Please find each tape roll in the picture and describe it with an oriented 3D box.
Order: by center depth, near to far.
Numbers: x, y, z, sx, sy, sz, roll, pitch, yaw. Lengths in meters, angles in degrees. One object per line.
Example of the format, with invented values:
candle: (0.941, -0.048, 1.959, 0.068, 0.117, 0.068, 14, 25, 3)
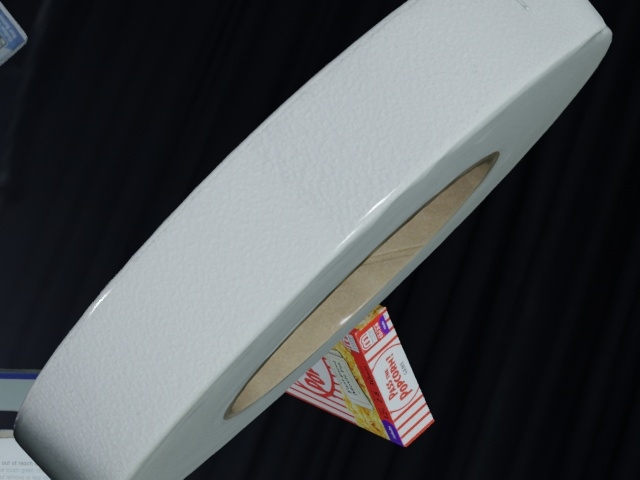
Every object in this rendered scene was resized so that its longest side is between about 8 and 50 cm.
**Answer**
tape roll: (0.000, 0.000, 1.053, 0.072, 0.392, 0.392, 47, 167, 7)

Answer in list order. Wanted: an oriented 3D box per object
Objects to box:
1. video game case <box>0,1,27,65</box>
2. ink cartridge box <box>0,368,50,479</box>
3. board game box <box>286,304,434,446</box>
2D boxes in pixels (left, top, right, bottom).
video game case: (-0.390, -0.212, 1.418, 0.036, 0.300, 0.329, -28, 105, 33)
ink cartridge box: (-0.255, 0.235, 1.468, 0.303, 0.307, 0.072, 2, -168, 0)
board game box: (0.010, 0.106, 1.871, 0.193, 0.045, 0.147, 20, 142, 48)
